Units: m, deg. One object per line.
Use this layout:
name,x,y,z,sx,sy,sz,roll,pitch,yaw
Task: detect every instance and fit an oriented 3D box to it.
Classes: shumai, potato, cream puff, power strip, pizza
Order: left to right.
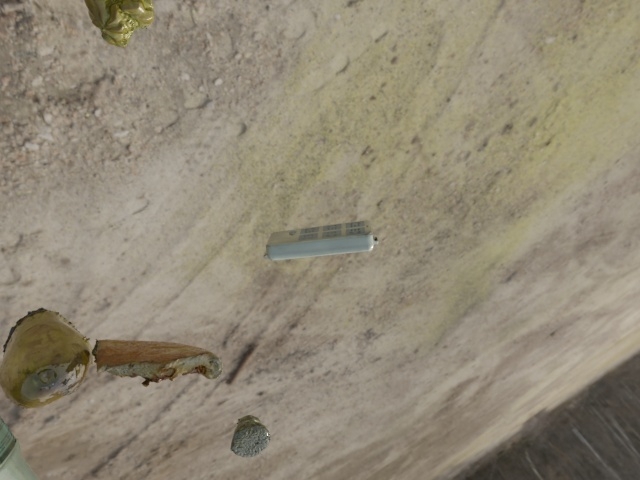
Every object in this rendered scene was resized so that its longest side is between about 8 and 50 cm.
potato,-0.663,0.305,1.296,0.229,0.266,0.229,-7,106,-26
cream puff,-0.436,-0.500,1.147,0.156,0.156,0.121,-39,150,8
pizza,-0.395,0.279,1.229,0.365,0.074,0.182,1,-173,14
shumai,-0.182,0.490,1.374,0.099,0.087,0.124,8,123,-18
power strip,0.000,0.000,0.892,0.192,0.081,0.035,-6,109,6

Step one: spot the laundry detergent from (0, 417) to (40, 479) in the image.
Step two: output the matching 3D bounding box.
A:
laundry detergent,-0.356,0.263,0.585,0.070,0.099,0.226,-29,107,-10
